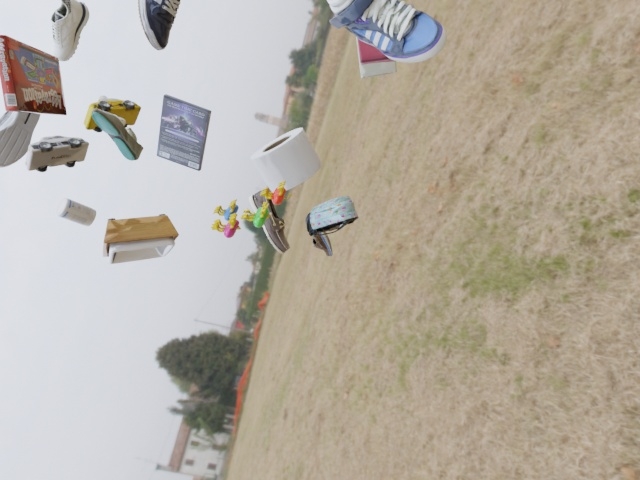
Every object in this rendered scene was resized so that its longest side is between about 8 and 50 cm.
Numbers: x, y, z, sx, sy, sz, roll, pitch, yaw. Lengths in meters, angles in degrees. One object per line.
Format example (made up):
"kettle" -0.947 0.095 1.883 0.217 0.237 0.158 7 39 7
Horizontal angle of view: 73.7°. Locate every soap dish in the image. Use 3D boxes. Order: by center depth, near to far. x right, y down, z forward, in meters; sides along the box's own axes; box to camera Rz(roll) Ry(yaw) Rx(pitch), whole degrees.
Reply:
"soap dish" -0.643 -0.003 1.505 0.291 0.229 0.118 -22 78 61

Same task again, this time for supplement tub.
"supplement tub" -0.857 -0.099 1.499 0.071 0.107 0.070 -16 61 30

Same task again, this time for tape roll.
"tape roll" -0.137 -0.324 1.739 0.169 0.246 0.246 59 -169 -21

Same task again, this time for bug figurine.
"bug figurine" -0.230 -0.094 1.392 0.072 0.279 0.216 61 -155 -29

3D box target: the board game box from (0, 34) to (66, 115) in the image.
"board game box" -0.655 -0.366 0.982 0.281 0.027 0.144 -130 40 -71

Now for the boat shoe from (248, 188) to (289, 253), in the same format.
"boat shoe" -0.228 -0.092 2.063 0.324 0.097 0.116 62 -169 2

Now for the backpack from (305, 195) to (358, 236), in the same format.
"backpack" 0.046 -0.093 1.578 0.152 0.182 0.115 -29 -81 -52

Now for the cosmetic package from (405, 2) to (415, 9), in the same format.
"cosmetic package" 0.324 -0.969 1.885 0.127 0.238 0.107 -27 86 48

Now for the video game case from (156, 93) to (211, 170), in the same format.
"video game case" -0.574 -0.444 1.785 0.026 0.196 0.274 -75 5 -58

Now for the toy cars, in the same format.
"toy cars" -0.767 -0.355 1.370 0.394 0.087 0.176 -43 -8 -16

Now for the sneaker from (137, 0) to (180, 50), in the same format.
"sneaker" -0.392 -0.659 1.139 0.099 0.153 0.281 -21 -70 -82

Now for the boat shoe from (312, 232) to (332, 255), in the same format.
"boat shoe" 0.000 0.000 1.763 0.066 0.066 0.183 -98 -12 -51

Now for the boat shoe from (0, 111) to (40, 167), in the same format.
"boat shoe" -1.237 -0.417 1.710 0.121 0.119 0.334 50 -142 -46

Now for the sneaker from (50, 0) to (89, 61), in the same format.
"sneaker" -0.918 -0.753 1.524 0.235 0.090 0.095 -52 -12 26

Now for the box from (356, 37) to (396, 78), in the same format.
"box" 0.189 -0.697 1.487 0.148 0.127 0.232 -77 -22 -65

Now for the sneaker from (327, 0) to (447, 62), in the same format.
"sneaker" 0.148 -0.588 1.094 0.323 0.236 0.130 38 100 36

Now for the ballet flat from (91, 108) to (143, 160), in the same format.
"ballet flat" -0.595 -0.325 1.264 0.213 0.072 0.068 77 -149 -60
